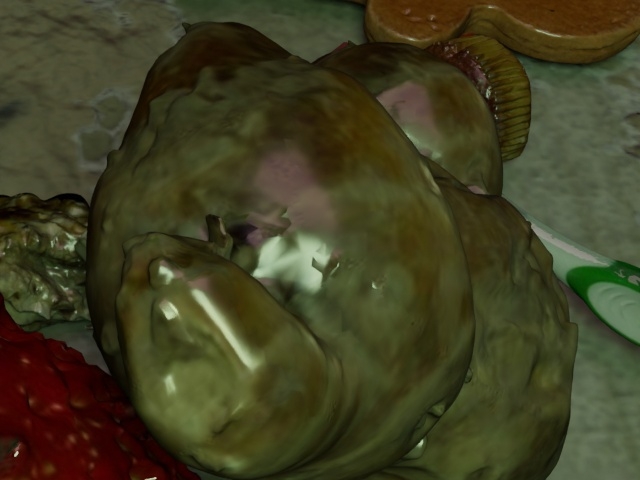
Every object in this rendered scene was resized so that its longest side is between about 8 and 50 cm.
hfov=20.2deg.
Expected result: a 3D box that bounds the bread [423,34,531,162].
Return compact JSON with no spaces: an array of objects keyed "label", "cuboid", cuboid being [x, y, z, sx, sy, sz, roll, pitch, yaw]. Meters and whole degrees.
[{"label":"bread","cuboid":[0.083,-0.078,1.065,0.053,0.085,0.085,-20,51,-37]}]

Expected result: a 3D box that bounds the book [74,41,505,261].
[{"label":"book","cuboid":[0.000,0.000,0.979,0.162,0.022,0.232,45,52,6]}]

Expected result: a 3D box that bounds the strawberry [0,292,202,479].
[{"label":"strawberry","cuboid":[-0.130,0.134,0.763,0.201,0.184,0.187,30,34,-22]}]

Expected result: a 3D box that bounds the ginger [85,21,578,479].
[{"label":"ginger","cuboid":[0.002,0.020,0.787,0.176,0.375,0.256,-18,84,19]}]

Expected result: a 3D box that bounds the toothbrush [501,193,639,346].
[{"label":"toothbrush","cuboid":[0.179,0.044,0.956,0.418,0.042,0.040,41,44,19]}]

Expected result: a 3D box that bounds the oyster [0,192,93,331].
[{"label":"oyster","cuboid":[-0.168,0.007,0.959,0.177,0.056,0.105,8,36,5]}]

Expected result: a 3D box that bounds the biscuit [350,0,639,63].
[{"label":"biscuit","cuboid":[0.058,-0.185,1.193,0.324,0.049,0.205,14,45,4]}]
